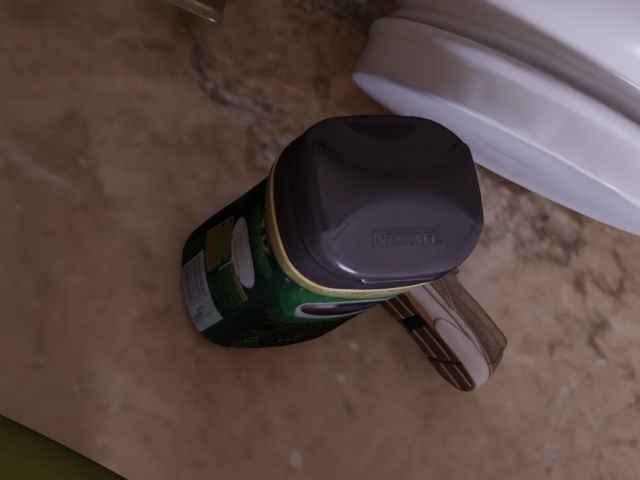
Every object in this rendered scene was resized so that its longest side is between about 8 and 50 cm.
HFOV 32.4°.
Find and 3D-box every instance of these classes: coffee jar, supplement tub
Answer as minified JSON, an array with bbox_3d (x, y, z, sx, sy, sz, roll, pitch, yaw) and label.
[{"bbox_3d":[0.000,0.000,0.551,0.096,0.184,0.079,-3,76,-25],"label":"coffee jar"},{"bbox_3d":[0.183,-0.190,0.611,0.241,0.241,0.331,28,91,-15],"label":"supplement tub"}]

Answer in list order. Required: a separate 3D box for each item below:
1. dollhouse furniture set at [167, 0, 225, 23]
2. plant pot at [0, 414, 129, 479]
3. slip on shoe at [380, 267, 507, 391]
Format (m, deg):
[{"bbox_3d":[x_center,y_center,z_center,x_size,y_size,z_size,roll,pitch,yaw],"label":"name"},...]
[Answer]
[{"bbox_3d":[-0.100,-0.292,0.580,0.259,0.135,0.262,22,111,-17],"label":"dollhouse furniture set"},{"bbox_3d":[-0.169,0.161,0.401,0.293,0.275,0.275,17,67,-40],"label":"plant pot"},{"bbox_3d":[0.061,0.026,0.646,0.041,0.051,0.135,-42,97,-23],"label":"slip on shoe"}]
